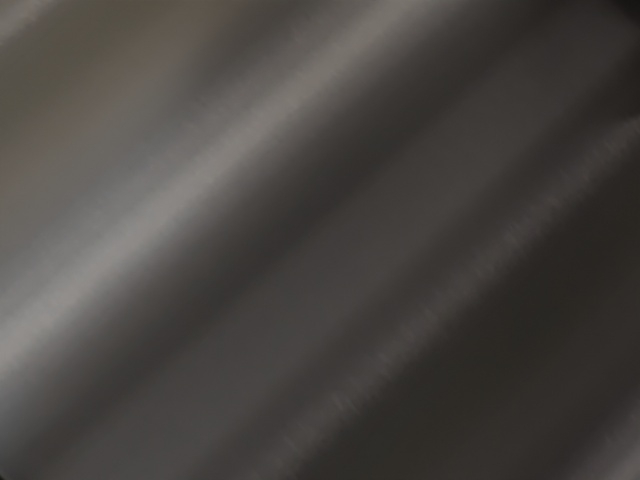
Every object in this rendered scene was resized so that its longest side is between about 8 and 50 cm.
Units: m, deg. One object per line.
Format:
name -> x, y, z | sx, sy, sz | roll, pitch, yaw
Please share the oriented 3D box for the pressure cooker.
pressure cooker -> 0.004, 0.005, 0.660 | 0.420, 0.370, 0.375 | -42, 133, -20
